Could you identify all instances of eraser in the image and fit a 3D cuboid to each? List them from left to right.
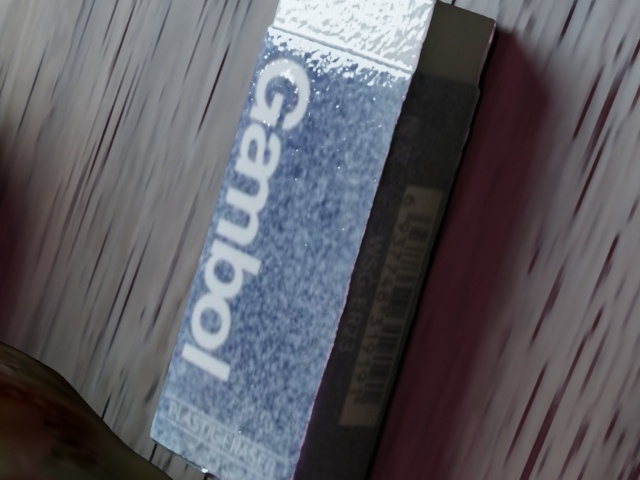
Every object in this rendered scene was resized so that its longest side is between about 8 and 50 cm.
[{"bbox_3d":[0.000,0.000,0.741,0.092,0.046,0.212,25,101,43],"label":"eraser"}]

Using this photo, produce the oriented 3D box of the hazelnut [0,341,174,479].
[{"bbox_3d":[-0.230,0.212,0.740,0.421,0.353,0.421,-25,43,27],"label":"hazelnut"}]
